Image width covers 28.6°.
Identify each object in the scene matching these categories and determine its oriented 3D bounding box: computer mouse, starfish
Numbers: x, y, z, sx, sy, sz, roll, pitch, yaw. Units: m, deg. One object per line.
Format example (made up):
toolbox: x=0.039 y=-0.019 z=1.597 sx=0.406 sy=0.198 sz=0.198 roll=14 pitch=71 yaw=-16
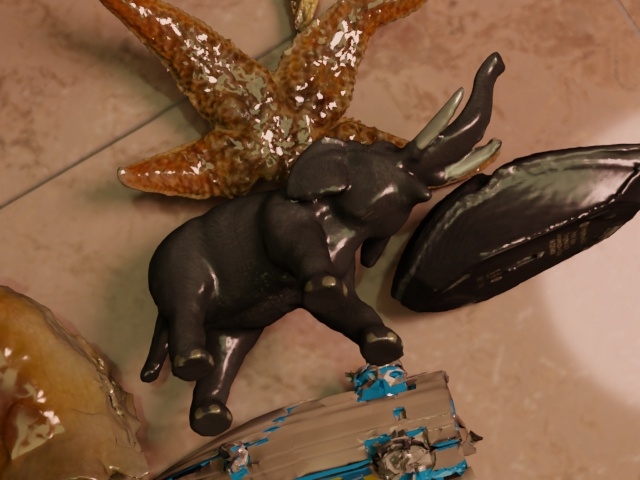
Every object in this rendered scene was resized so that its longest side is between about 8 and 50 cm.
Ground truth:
computer mouse: x=0.124 y=-0.018 z=0.749 sx=0.192 sy=0.106 sz=0.062 roll=-27 pitch=71 yaw=-1
starfish: x=-0.011 y=-0.094 z=0.772 sx=0.247 sy=0.050 sz=0.138 roll=-3 pitch=98 yaw=-15

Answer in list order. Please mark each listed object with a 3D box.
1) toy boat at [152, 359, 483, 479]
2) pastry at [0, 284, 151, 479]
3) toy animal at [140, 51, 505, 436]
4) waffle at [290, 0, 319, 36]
toy boat: x=-0.009 y=0.127 z=0.743 sx=0.210 sy=0.066 sz=0.084 roll=-15 pitch=48 yaw=4
pastry: x=-0.225 y=0.139 z=0.695 sx=0.257 sy=0.121 sz=0.236 roll=-26 pitch=84 yaw=-6
toy animal: x=0.004 y=0.005 z=0.703 sx=0.269 sy=0.082 sz=0.137 roll=-33 pitch=40 yaw=15
waffle: x=-0.026 y=-0.210 z=0.810 sx=0.097 sy=0.023 sz=0.153 roll=20 pitch=83 yaw=2
